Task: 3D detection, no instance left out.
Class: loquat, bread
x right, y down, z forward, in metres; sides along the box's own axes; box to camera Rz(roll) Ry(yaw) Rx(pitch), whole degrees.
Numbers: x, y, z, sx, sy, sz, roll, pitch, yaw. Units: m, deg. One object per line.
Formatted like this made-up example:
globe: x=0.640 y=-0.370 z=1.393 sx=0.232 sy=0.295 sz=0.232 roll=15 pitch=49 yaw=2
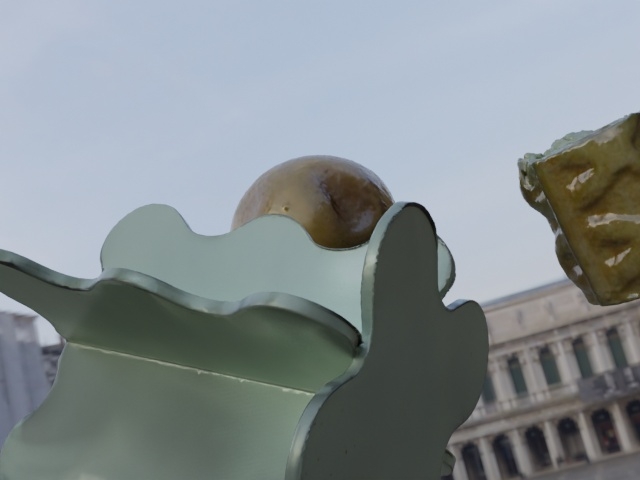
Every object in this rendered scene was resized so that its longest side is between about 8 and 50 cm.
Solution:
loquat: x=-0.003 y=-0.002 z=1.173 sx=0.213 sy=0.213 sz=0.213 roll=-13 pitch=-15 yaw=-4
bread: x=0.406 y=-0.038 z=1.350 sx=0.238 sy=0.252 sz=0.196 roll=-19 pitch=4 yaw=31

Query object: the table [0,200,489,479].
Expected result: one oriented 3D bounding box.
table: x=-0.048 y=0.058 z=0.451 sx=0.198 sy=0.166 sz=0.166 roll=6 pitch=-4 yaw=31
